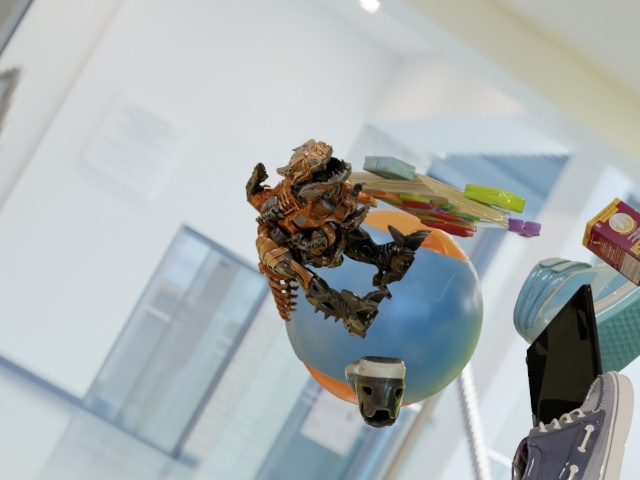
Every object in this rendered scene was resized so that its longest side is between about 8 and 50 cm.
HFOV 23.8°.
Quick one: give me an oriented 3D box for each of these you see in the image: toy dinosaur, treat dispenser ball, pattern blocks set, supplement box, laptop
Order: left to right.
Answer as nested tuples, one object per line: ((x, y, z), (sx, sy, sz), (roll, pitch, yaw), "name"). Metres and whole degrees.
((0.000, 0.000, 1.847), (0.218, 0.164, 0.322), (31, -14, 6), "toy dinosaur")
((0.092, 0.099, 2.192), (0.288, 0.288, 0.288), (28, -7, 4), "treat dispenser ball")
((0.137, -0.049, 1.921), (0.325, 0.026, 0.285), (18, -10, -33), "pattern blocks set")
((0.317, 0.222, 1.738), (0.136, 0.234, 0.264), (-22, -42, 27), "laptop")
((0.338, 0.001, 1.670), (0.083, 0.055, 0.043), (38, -30, 25), "supplement box")

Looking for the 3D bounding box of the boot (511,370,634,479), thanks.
((0.223, 0.175, 1.350), (0.086, 0.190, 0.069), (24, -50, -2), "boot")

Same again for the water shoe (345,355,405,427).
((0.063, 0.189, 1.853), (0.073, 0.080, 0.203), (5, -11, 2), "water shoe")

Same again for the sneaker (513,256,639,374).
((0.397, 0.056, 2.018), (0.208, 0.319, 0.127), (40, -27, 59), "sneaker")
